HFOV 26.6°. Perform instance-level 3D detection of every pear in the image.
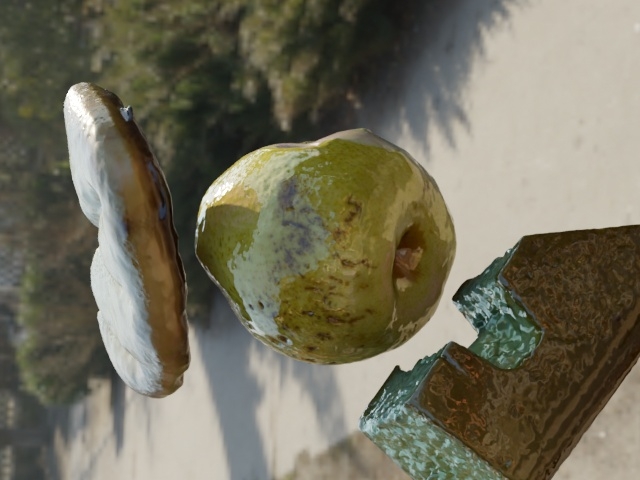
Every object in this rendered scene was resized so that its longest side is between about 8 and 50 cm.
[{"bbox_3d":[0.000,0.000,0.930,0.178,0.178,0.178,-176,90,-75],"label":"pear"}]

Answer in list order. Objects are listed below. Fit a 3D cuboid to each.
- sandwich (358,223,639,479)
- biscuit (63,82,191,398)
[{"bbox_3d":[0.146,0.063,0.867,0.236,0.128,0.122,-50,-4,-17],"label":"sandwich"},{"bbox_3d":[-0.136,0.025,0.975,0.154,0.045,0.299,56,157,36],"label":"biscuit"}]
